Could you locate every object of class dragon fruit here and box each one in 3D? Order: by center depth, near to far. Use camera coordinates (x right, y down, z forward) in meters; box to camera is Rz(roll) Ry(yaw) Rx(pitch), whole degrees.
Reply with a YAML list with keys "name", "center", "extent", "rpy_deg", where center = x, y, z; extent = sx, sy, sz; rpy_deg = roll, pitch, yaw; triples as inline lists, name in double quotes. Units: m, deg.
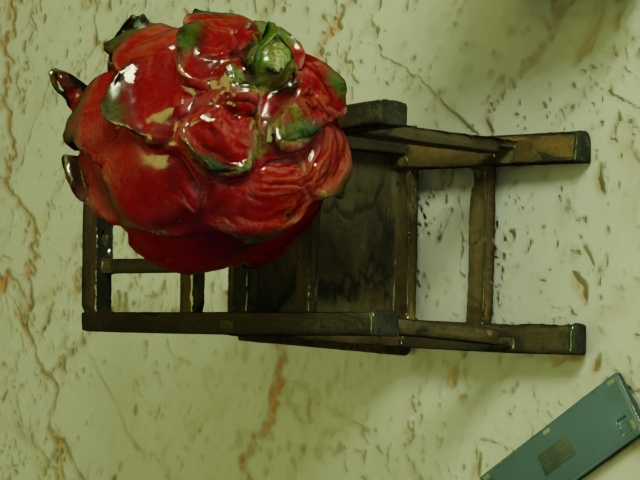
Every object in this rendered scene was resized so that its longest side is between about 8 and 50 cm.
- name: "dragon fruit"
  center: [-0.088, -0.068, 1.137]
  extent: [0.274, 0.192, 0.193]
  rpy_deg: [-31, 70, 57]

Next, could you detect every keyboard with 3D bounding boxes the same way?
- name: "keyboard"
  center: [0.199, 0.178, 1.279]
  extent: [0.176, 0.014, 0.055]
  rpy_deg: [-45, 56, 36]

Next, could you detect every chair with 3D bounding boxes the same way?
- name: "chair"
  center: [0.000, 0.000, 1.355]
  extent: [0.416, 0.241, 0.203]
  rpy_deg: [-3, 86, 51]
